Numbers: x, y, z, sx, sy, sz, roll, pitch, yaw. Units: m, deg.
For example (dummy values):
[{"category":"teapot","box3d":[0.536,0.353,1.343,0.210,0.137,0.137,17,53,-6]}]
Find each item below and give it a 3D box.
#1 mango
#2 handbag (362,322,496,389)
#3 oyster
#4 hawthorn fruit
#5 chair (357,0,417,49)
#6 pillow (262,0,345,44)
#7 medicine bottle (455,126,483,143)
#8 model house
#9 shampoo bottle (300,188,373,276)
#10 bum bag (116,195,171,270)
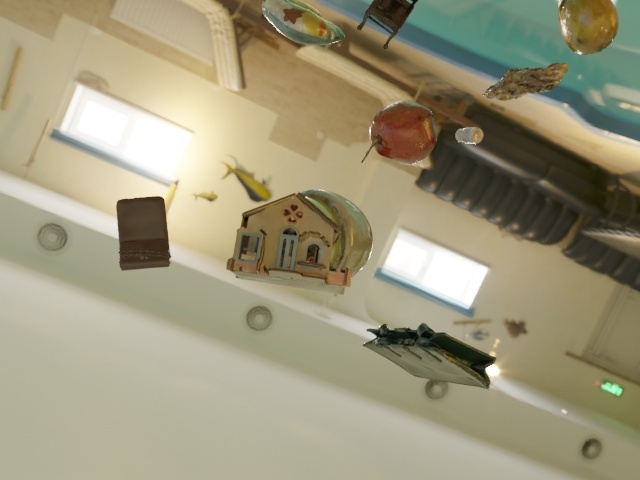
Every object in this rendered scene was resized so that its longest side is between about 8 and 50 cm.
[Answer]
[{"category":"mango","box3d":[0.698,-0.594,1.543,0.262,0.130,0.167,-77,-34,-58]},{"category":"handbag","box3d":[0.293,0.308,1.592,0.238,0.089,0.326,33,160,-25]},{"category":"oyster","box3d":[0.647,-0.509,1.869,0.214,0.223,0.083,34,147,66]},{"category":"hawthorn fruit","box3d":[0.185,-0.266,1.455,0.204,0.162,0.163,-10,-163,-19]},{"category":"chair","box3d":[0.203,-0.644,1.562,0.106,0.113,0.229,34,155,-5]},{"category":"pillow","box3d":[-0.056,-0.628,1.657,0.214,0.086,0.233,-4,-140,-39]},{"category":"medicine bottle","box3d":[0.490,-0.347,1.920,0.052,0.052,0.089,22,180,-27]},{"category":"model house","box3d":[-0.069,-0.002,1.570,0.326,0.244,0.169,9,161,-1]},{"category":"shampoo bottle","box3d":[0.000,0.000,1.883,0.322,0.322,0.317,27,-167,38]},{"category":"bum bag","box3d":[-0.382,-0.016,1.251,0.109,0.159,0.026,-7,174,-6]}]
